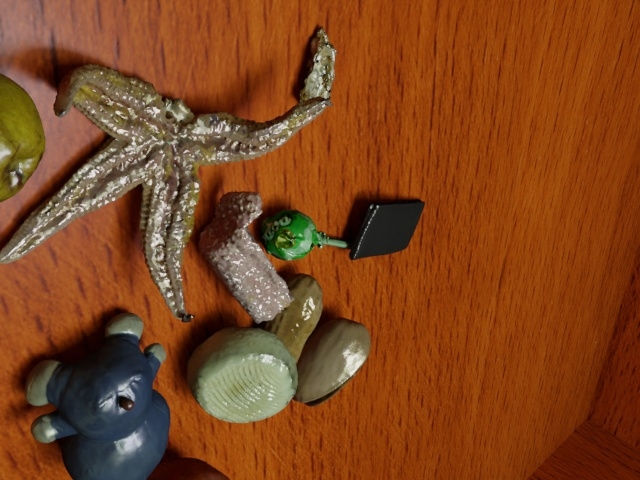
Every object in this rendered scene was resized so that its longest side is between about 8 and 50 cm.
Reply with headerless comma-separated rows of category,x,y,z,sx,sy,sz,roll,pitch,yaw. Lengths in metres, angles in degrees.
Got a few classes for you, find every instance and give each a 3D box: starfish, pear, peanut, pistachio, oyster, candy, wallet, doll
starfish,-0.210,-0.094,0.992,0.398,0.132,0.384,22,93,-49
pear,-0.370,-0.110,0.783,0.149,0.162,0.149,-41,151,-29
peanut,-0.060,0.165,1.381,0.108,0.095,0.226,-11,126,-66
pistachio,0.019,0.248,1.505,0.206,0.131,0.129,-55,135,0
oyster,-0.003,-0.274,1.205,0.086,0.029,0.132,15,99,-59
candy,0.002,-0.001,1.372,0.323,0.097,0.097,9,107,-60
wallet,0.143,-0.023,1.522,0.244,0.025,0.124,-8,124,-59
doll,-0.315,0.264,1.125,0.228,0.154,0.259,-35,144,-35

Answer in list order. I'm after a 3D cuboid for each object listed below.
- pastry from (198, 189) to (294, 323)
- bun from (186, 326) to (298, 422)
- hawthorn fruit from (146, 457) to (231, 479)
pastry,-0.123,0.036,1.202,0.112,0.103,0.265,-31,134,-16
bun,-0.133,0.225,1.292,0.195,0.118,0.196,-6,126,-8
hawthorn fruit,-0.252,0.523,1.285,0.284,0.284,0.285,-29,134,-35
